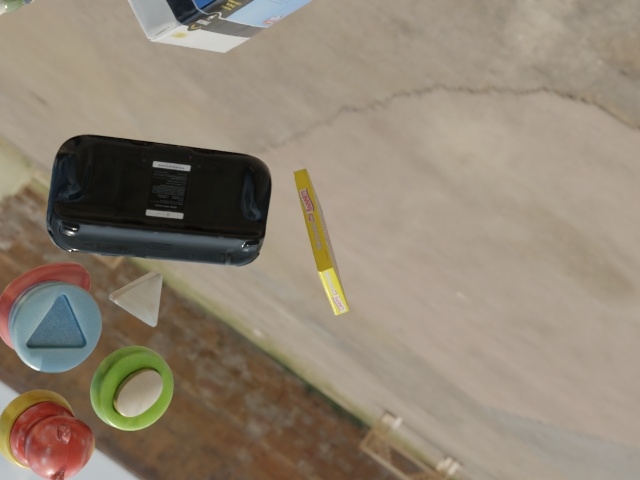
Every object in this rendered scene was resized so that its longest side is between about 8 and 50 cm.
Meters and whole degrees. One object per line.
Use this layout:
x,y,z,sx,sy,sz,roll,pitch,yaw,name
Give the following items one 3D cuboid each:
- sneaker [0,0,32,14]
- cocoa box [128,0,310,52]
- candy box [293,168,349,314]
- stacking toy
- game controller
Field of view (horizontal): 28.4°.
-0.509,-0.410,2.036,0.192,0.086,0.064,41,149,53,sneaker
-0.173,-0.465,2.068,0.231,0.228,0.347,62,-164,3,cocoa box
0.000,0.000,1.853,0.105,0.027,0.205,66,-173,-48,candy box
-0.324,0.189,1.843,0.280,0.308,0.130,-9,-163,-31,stacking toy
-0.222,-0.054,1.787,0.319,0.166,0.067,6,-178,-23,game controller
